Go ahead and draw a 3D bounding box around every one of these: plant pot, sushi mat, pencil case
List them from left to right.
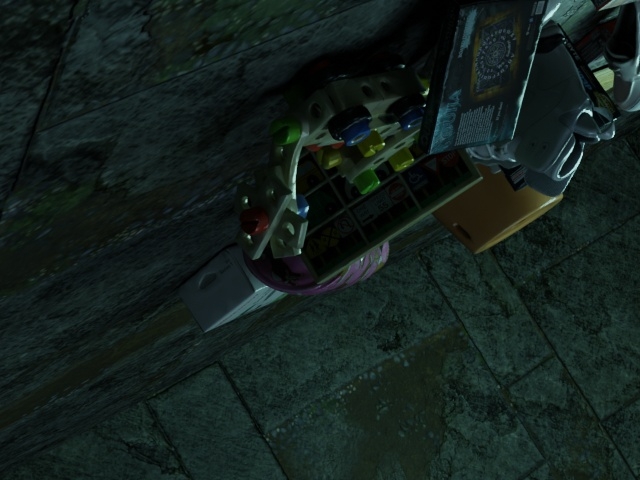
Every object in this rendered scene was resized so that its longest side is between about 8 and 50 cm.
[{"bbox_3d":[0.000,0.000,1.917,0.160,0.167,0.386,-21,175,12],"label":"pencil case"},{"bbox_3d":[0.317,-0.111,2.312,0.291,0.203,0.291,-32,172,-5],"label":"plant pot"},{"bbox_3d":[0.573,-0.329,2.604,0.316,0.019,0.151,-23,170,-44],"label":"sushi mat"}]

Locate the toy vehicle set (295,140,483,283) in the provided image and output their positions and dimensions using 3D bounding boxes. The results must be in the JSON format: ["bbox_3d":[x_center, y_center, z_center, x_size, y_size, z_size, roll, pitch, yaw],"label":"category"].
[{"bbox_3d":[0.065,-0.081,1.671,0.267,0.166,0.035,-34,172,12],"label":"toy vehicle set"}]

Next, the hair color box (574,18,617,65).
[{"bbox_3d":[0.506,-0.350,2.140,0.141,0.043,0.072,-26,169,-41],"label":"hair color box"}]

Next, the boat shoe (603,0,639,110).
[{"bbox_3d":[0.510,-0.312,2.028,0.088,0.096,0.267,-15,148,-13],"label":"boat shoe"}]

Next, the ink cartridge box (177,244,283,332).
[{"bbox_3d":[-0.113,0.059,2.124,0.160,0.092,0.219,-39,170,39],"label":"ink cartridge box"}]

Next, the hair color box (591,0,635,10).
[{"bbox_3d":[0.442,-0.374,1.720,0.167,0.053,0.093,-21,167,-47],"label":"hair color box"}]

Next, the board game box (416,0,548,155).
[{"bbox_3d":[0.179,-0.188,1.373,0.126,0.026,0.186,-12,130,-29],"label":"board game box"}]

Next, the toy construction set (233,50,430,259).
[{"bbox_3d":[0.016,-0.114,1.430,0.215,0.151,0.328,-39,180,42],"label":"toy construction set"}]

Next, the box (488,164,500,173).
[{"bbox_3d":[0.364,-0.220,2.095,0.148,0.127,0.232,-38,170,39],"label":"box"}]

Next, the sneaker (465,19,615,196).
[{"bbox_3d":[0.221,-0.134,1.712,0.366,0.210,0.137,-34,156,6],"label":"sneaker"}]

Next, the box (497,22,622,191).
[{"bbox_3d":[0.333,-0.203,1.914,0.051,0.175,0.220,-26,169,-40],"label":"box"}]

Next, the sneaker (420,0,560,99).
[{"bbox_3d":[0.162,-0.219,1.478,0.123,0.106,0.290,-22,157,-37],"label":"sneaker"}]
